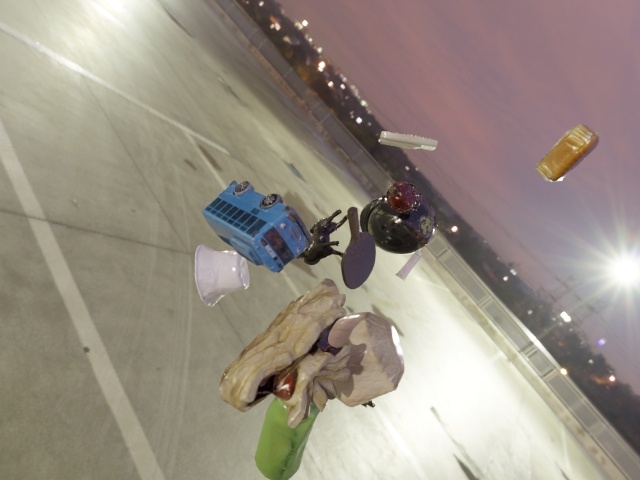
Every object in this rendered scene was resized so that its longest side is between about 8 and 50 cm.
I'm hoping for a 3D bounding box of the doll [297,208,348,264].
[{"bbox_3d":[0.000,0.000,1.370,0.057,0.165,0.139,29,56,-46],"label":"doll"}]

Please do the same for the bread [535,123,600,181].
[{"bbox_3d":[0.981,-0.340,1.978,0.136,0.241,0.107,-10,56,-47],"label":"bread"}]

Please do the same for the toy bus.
[{"bbox_3d":[-0.137,-0.030,1.053,0.234,0.133,0.116,27,-26,46],"label":"toy bus"}]

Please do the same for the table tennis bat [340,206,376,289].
[{"bbox_3d":[0.091,0.019,1.221,0.022,0.131,0.234,23,-42,36],"label":"table tennis bat"}]

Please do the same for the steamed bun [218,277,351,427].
[{"bbox_3d":[-0.048,0.320,1.288,0.189,0.428,0.247,27,-41,31],"label":"steamed bun"}]

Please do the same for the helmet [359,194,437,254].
[{"bbox_3d":[0.278,-0.046,1.792,0.160,0.279,0.230,-80,163,-63],"label":"helmet"}]

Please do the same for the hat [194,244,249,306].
[{"bbox_3d":[-0.285,0.097,1.482,0.203,0.126,0.203,-7,90,-83],"label":"hat"}]

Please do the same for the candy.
[{"bbox_3d":[-0.100,0.574,1.487,0.132,0.343,0.142,-14,43,-42],"label":"candy"}]

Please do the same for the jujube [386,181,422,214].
[{"bbox_3d":[0.266,-0.128,1.586,0.166,0.104,0.104,26,24,-55],"label":"jujube"}]

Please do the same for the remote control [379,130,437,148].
[{"bbox_3d":[0.358,-0.402,2.035,0.230,0.049,0.090,9,0,2],"label":"remote control"}]

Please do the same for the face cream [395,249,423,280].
[{"bbox_3d":[0.293,0.080,1.636,0.038,0.115,0.020,34,-14,26],"label":"face cream"}]

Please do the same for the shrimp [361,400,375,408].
[{"bbox_3d":[0.169,0.592,2.067,0.051,0.150,0.217,29,6,-47],"label":"shrimp"}]

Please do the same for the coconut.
[{"bbox_3d":[0.107,0.393,1.642,0.329,0.329,0.329,46,12,-12],"label":"coconut"}]
